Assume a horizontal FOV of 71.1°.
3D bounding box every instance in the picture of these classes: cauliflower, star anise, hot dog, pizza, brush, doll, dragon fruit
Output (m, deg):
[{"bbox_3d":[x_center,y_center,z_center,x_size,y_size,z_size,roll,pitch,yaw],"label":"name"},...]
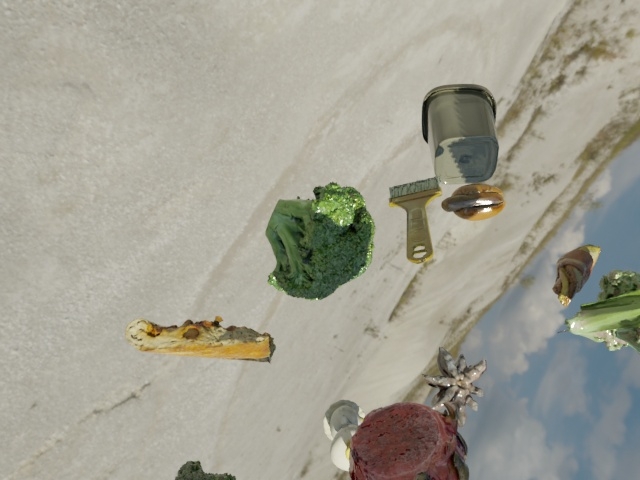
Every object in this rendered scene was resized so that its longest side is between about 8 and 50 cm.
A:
[{"bbox_3d":[0.768,0.208,1.160,0.239,0.316,0.256,-37,119,-77],"label":"cauliflower"},{"bbox_3d":[0.409,0.431,1.355,0.237,0.229,0.093,-20,163,-18],"label":"star anise"},{"bbox_3d":[0.781,0.094,1.392,0.262,0.093,0.123,-36,128,-31],"label":"hot dog"},{"bbox_3d":[0.345,-0.089,1.014,0.060,0.140,0.089,62,31,-64],"label":"hot dog"},{"bbox_3d":[-0.168,0.157,0.703,0.134,0.271,0.056,-29,-125,47],"label":"pizza"},{"bbox_3d":[0.134,-0.035,0.630,0.218,0.083,0.010,-75,147,-55],"label":"brush"},{"bbox_3d":[0.072,0.484,1.111,0.119,0.138,0.293,-26,179,-6],"label":"doll"},{"bbox_3d":[0.151,0.365,0.740,0.282,0.211,0.146,-126,-153,-73],"label":"dragon fruit"}]

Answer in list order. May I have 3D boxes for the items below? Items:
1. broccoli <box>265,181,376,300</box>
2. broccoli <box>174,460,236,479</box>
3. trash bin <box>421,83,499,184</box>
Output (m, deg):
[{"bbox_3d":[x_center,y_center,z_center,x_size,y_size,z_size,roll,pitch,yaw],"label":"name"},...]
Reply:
[{"bbox_3d":[-0.004,0.008,1.277,0.413,0.310,0.320,156,-70,-84],"label":"broccoli"},{"bbox_3d":[-0.179,0.641,1.031,0.252,0.362,0.221,136,-37,-69],"label":"broccoli"},{"bbox_3d":[0.419,-0.311,1.342,0.219,0.220,0.250,75,17,-44],"label":"trash bin"}]
